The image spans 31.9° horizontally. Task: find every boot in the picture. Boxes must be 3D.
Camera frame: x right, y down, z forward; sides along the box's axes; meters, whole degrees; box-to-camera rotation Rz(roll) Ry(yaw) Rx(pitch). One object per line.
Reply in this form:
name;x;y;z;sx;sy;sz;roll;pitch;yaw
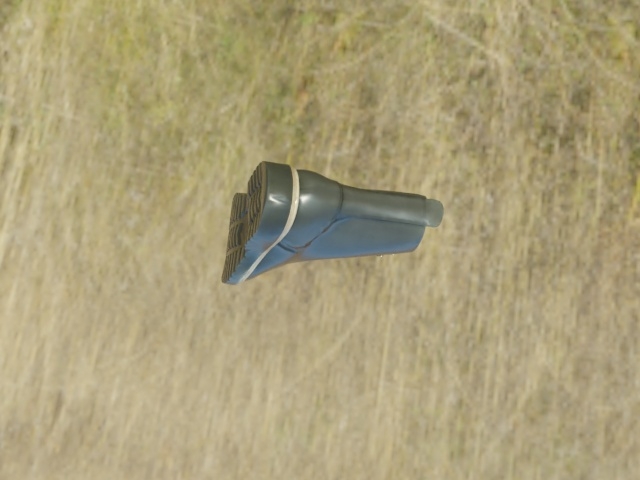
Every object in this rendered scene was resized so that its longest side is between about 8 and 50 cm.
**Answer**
boot;0.000;0.000;0.884;0.137;0.076;0.198;7;169;-14
